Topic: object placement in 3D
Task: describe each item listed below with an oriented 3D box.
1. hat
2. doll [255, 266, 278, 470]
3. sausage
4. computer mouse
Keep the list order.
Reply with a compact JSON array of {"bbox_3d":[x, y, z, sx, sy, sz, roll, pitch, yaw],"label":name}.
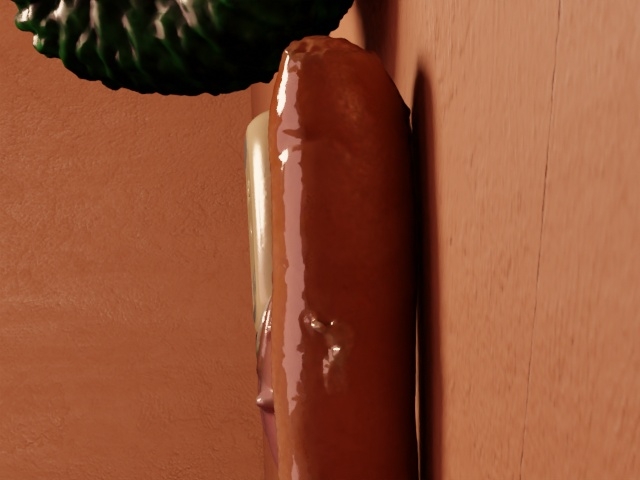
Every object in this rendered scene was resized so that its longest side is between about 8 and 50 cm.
[{"bbox_3d":[-0.071,-0.252,1.082,0.332,0.274,0.242,-44,-45,-60],"label":"hat"},{"bbox_3d":[-0.002,0.089,1.026,0.211,0.093,0.262,-86,-7,-73],"label":"doll"},{"bbox_3d":[0.017,0.088,0.846,0.094,0.094,0.419,-170,78,-70],"label":"sausage"},{"bbox_3d":[-0.031,-0.011,1.395,0.145,0.082,0.236,105,161,-71],"label":"computer mouse"}]
